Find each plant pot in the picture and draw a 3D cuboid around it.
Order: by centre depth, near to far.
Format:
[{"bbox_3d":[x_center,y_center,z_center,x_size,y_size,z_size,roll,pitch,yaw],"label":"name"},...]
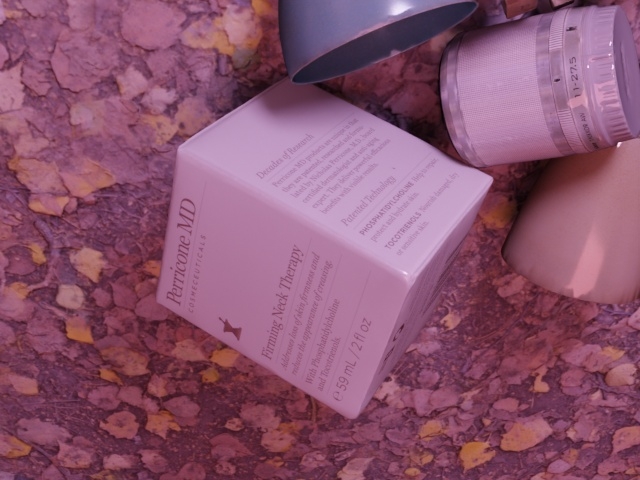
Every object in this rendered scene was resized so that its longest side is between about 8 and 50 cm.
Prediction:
[{"bbox_3d":[0.056,-0.371,1.284,0.290,0.290,0.195,-21,91,16],"label":"plant pot"},{"bbox_3d":[0.476,-0.069,1.553,0.257,0.256,0.274,8,114,-8],"label":"plant pot"}]

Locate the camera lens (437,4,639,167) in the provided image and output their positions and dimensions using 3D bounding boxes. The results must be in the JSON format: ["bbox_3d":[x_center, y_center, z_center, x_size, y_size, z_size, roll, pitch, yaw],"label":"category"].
[{"bbox_3d":[0.333,-0.234,1.370,0.274,0.219,0.219,-6,132,30],"label":"camera lens"}]

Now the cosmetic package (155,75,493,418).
[{"bbox_3d":[0.000,0.000,1.435,0.394,0.327,0.329,29,131,15],"label":"cosmetic package"}]

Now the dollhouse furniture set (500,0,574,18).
[{"bbox_3d":[0.400,-0.461,1.221,0.356,0.303,0.173,-19,90,13],"label":"dollhouse furniture set"}]
